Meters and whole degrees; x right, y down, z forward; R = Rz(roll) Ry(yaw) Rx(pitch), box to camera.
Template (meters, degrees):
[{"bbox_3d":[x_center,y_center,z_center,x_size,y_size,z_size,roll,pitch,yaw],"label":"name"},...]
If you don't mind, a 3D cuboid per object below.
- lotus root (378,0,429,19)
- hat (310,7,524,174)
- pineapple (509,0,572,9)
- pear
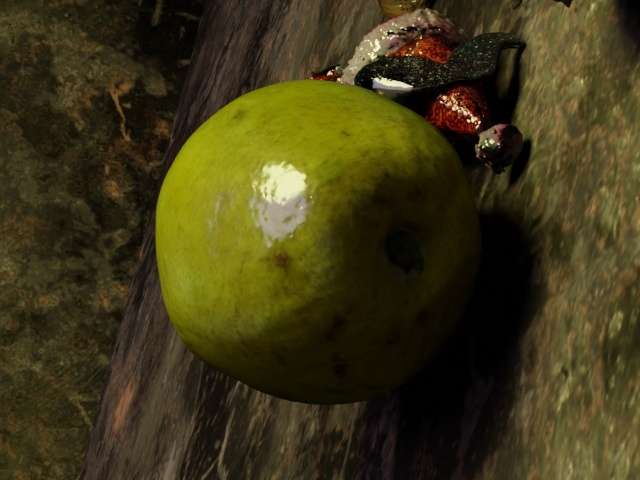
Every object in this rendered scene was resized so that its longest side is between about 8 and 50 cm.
[{"bbox_3d":[0.085,-0.350,1.789,0.329,0.078,0.167,-99,34,-64],"label":"lotus root"},{"bbox_3d":[0.095,-0.110,1.322,0.227,0.140,0.128,-132,52,-61],"label":"hat"},{"bbox_3d":[0.189,-0.310,1.181,0.175,0.175,0.361,-56,4,46],"label":"pineapple"},{"bbox_3d":[0.000,0.000,1.245,0.307,0.253,0.253,-1,69,62],"label":"pear"}]
